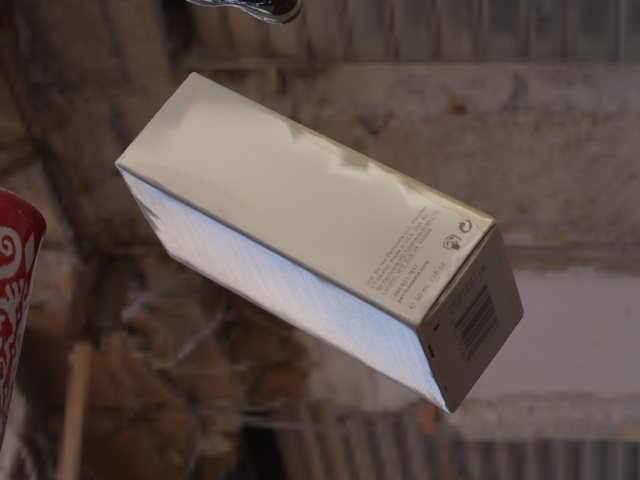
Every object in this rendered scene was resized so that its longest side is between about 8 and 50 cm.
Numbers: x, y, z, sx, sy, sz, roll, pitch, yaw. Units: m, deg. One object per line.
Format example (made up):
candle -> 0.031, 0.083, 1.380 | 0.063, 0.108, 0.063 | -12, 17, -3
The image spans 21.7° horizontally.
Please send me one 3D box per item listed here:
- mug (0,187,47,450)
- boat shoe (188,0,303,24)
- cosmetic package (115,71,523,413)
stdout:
mug -> -0.254, 0.050, 1.107 | 0.150, 0.113, 0.169 | 69, -159, -61
boat shoe -> -0.089, -0.256, 1.626 | 0.049, 0.152, 0.056 | 69, -139, -60
cosmetic package -> 0.000, 0.000, 1.358 | 0.113, 0.309, 0.160 | -51, -29, -17
